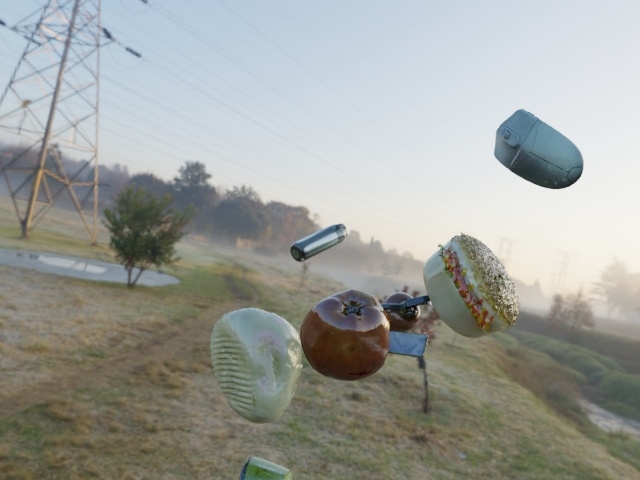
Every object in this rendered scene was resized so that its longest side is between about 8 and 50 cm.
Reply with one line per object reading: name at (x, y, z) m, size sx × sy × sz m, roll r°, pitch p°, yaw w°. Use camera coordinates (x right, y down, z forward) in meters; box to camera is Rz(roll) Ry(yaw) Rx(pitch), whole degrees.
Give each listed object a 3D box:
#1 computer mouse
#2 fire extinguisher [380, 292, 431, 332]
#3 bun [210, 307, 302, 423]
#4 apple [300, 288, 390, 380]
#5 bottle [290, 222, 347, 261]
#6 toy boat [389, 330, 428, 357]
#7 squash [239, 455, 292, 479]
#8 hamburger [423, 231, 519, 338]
computer mouse at (0.406, -0.180, 0.995) m, size 0.068 × 0.113 × 0.229 m, roll 7°, pitch 30°, yaw -32°
fire extinguisher at (0.185, 0.251, 1.536) m, size 0.200 × 0.113 × 0.376 m, roll -21°, pitch -18°, yaw -27°
bun at (-0.179, 0.360, 1.515) m, size 0.213 × 0.361 × 0.361 m, roll -7°, pitch 9°, yaw -33°
apple at (0.041, 0.168, 0.912) m, size 0.156 × 0.147 × 0.158 m, roll 41°, pitch -28°, yaw 37°
bottle at (0.000, 0.000, 1.947) m, size 0.254 × 0.096 × 0.079 m, roll -25°, pitch 62°, yaw -39°
toy boat at (0.214, 0.264, 1.308) m, size 0.115 × 0.063 × 0.016 m, roll 1°, pitch -36°, yaw 31°
squash at (-0.156, 0.717, 1.476) m, size 0.123 × 0.170 × 0.170 m, roll 2°, pitch -4°, yaw 14°
hamburger at (0.405, 0.116, 1.347) m, size 0.179 × 0.276 × 0.294 m, roll -35°, pitch -14°, yaw 29°
